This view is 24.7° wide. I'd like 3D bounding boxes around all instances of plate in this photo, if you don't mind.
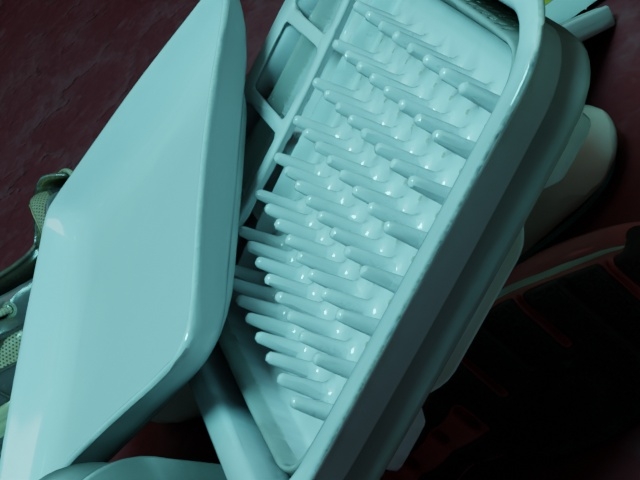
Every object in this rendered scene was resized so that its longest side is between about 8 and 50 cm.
[{"bbox_3d":[-0.116,0.021,0.889,0.278,0.045,0.277,-45,33,43],"label":"plate"}]

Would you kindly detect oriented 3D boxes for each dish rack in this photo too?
[{"bbox_3d":[0.021,-0.025,0.775,0.285,0.072,0.333,-62,23,12],"label":"dish rack"}]

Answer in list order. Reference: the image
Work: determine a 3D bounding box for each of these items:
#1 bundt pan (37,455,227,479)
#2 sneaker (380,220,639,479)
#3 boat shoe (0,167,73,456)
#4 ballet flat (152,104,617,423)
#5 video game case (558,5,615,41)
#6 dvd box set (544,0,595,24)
[{"bbox_3d":[-0.118,0.256,0.722,0.331,0.124,0.331,-27,51,40],"label":"bundt pan"},{"bbox_3d":[0.068,0.068,0.826,0.314,0.116,0.136,-35,31,16],"label":"sneaker"},{"bbox_3d":[-0.170,0.007,1.128,0.355,0.130,0.132,-45,20,-12],"label":"boat shoe"},{"bbox_3d":[0.000,0.000,0.971,0.400,0.139,0.139,-29,34,24],"label":"ballet flat"},{"bbox_3d":[0.113,-0.118,1.010,0.143,0.019,0.157,-20,5,35],"label":"video game case"},{"bbox_3d":[0.148,-0.376,0.962,0.308,0.420,0.062,-34,28,15],"label":"dvd box set"}]
